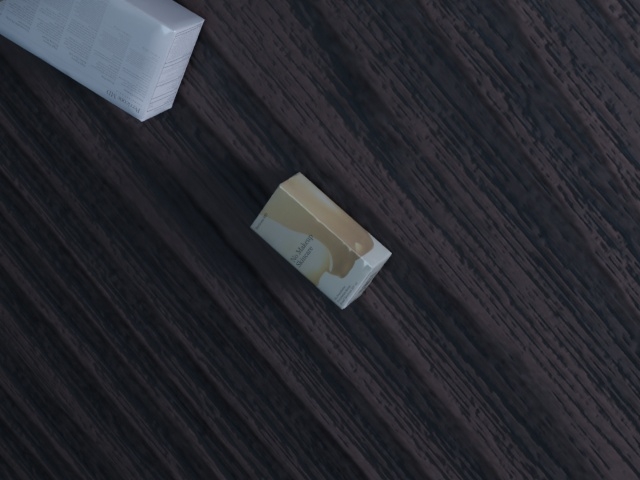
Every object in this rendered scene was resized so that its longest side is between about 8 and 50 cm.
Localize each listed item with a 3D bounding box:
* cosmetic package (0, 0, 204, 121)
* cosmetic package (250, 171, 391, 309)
[{"bbox_3d":[-0.229,-0.213,1.819,0.239,0.060,0.099,32,118,15],"label":"cosmetic package"},{"bbox_3d":[0.000,0.000,1.787,0.115,0.041,0.060,40,122,10],"label":"cosmetic package"}]
